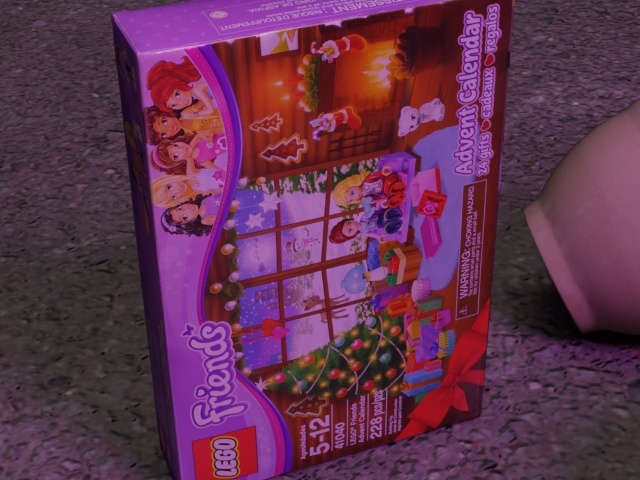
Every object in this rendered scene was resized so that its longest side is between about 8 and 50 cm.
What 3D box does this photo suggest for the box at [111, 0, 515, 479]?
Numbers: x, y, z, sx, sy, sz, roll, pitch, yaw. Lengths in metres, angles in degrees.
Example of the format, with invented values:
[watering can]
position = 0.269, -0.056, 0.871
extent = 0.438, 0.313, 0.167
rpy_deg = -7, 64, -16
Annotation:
[box]
position = 0.000, 0.000, 0.715
extent = 0.201, 0.293, 0.057
rpy_deg = -13, 36, -17

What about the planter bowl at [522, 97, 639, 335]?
[planter bowl]
position = 0.205, -0.001, 0.861
extent = 0.109, 0.162, 0.162
rpy_deg = -27, 29, 12
